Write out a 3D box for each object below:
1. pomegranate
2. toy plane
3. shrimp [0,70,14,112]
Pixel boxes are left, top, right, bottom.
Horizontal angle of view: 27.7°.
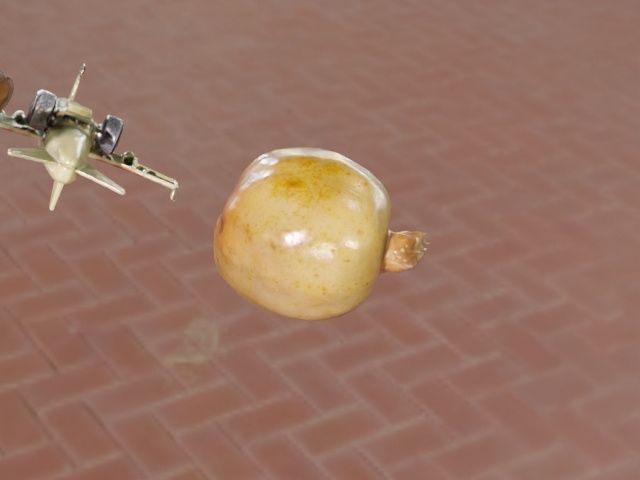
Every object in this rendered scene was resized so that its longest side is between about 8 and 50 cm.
[{"bbox_3d":[-0.017,-0.003,1.409,0.207,0.207,0.207,5,30,-3],"label":"pomegranate"},{"bbox_3d":[-0.263,-0.106,1.341,0.242,0.104,0.256,18,23,-17],"label":"toy plane"},{"bbox_3d":[-0.344,-0.131,1.052,0.144,0.052,0.251,-20,-13,9],"label":"shrimp"}]
